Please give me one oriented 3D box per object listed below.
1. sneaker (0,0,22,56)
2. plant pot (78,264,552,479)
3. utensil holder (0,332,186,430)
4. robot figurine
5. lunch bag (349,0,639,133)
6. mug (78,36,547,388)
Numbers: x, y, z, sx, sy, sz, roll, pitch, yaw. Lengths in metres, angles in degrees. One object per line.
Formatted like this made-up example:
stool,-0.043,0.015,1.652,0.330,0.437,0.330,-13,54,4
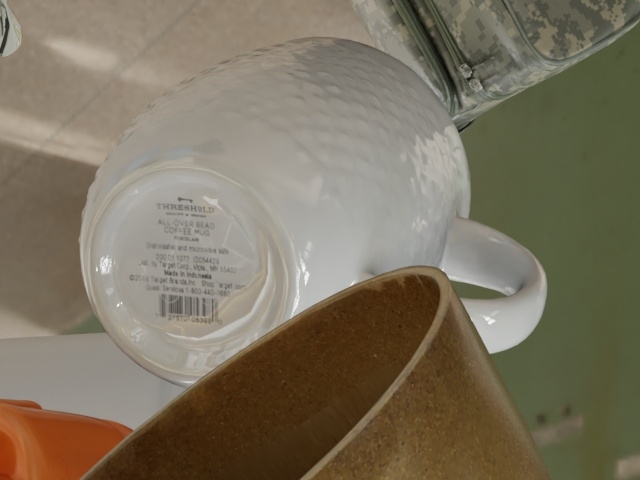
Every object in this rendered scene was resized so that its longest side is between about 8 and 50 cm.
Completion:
sneaker,-0.237,-0.168,0.989,0.032,0.037,0.083,-16,104,27
plant pot,0.029,0.180,0.581,0.237,0.237,0.254,-28,104,46
utensil holder,-0.281,0.249,1.376,0.386,0.327,0.327,-3,150,4
robot figurine,-0.197,0.187,1.015,0.158,0.128,0.219,8,174,36
lunch bag,0.136,-0.271,1.411,0.256,0.213,0.305,-23,99,54
mug,0.000,0.000,1.143,0.374,0.328,0.276,18,108,14
